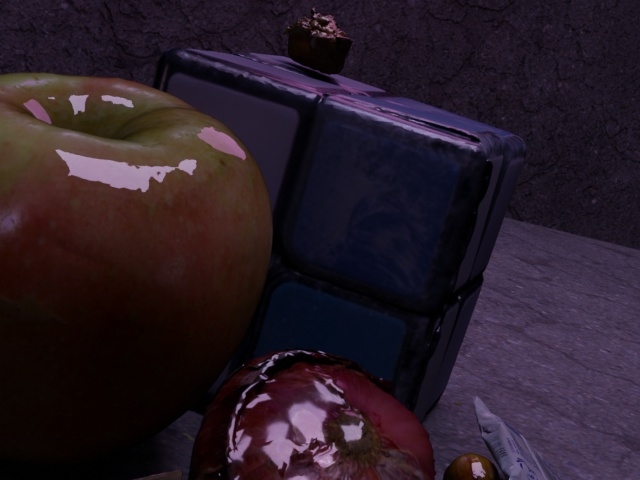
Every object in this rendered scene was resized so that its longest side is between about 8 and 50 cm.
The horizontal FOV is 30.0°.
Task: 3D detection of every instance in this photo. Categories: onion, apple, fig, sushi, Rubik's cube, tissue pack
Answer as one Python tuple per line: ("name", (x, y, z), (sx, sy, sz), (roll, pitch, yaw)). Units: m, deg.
("onion", (-0.009, 0.171, 0.837), (0.184, 0.147, 0.184), (11, 52, -14))
("apple", (-0.200, 0.024, 0.907), (0.319, 0.277, 0.319), (10, 20, -4))
("fig", (0.136, 0.219, 1.014), (0.050, 0.050, 0.083), (9, 35, -34))
("sushi", (-0.001, -0.201, 1.195), (0.062, 0.060, 0.118), (2, 16, -36))
("Rubik's cube", (0.000, 0.000, 1.176), (0.319, 0.316, 0.313), (20, 12, 13))
("tissue pack", (0.190, 0.211, 1.044), (0.122, 0.026, 0.193), (45, 8, -11))

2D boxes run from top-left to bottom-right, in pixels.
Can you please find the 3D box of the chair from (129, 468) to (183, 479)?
("chair", (-0.162, 0.179, 0.633), (0.104, 0.095, 0.222), (11, 5, 41))
